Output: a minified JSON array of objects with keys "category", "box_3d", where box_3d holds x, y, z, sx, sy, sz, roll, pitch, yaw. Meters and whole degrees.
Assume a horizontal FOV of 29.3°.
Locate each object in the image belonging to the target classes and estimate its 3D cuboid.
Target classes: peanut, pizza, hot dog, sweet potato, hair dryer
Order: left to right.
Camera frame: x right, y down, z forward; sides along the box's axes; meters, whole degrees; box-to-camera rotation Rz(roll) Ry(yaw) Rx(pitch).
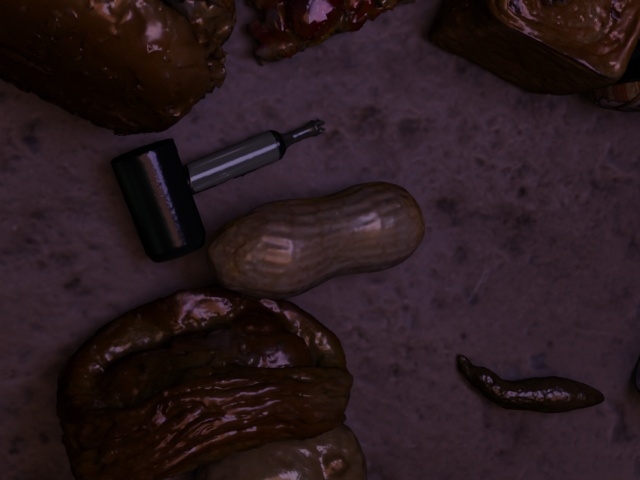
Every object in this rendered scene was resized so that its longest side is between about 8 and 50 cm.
[{"category":"hot dog","box_3d":[-0.098,0.119,1.044,0.259,0.175,0.114,-18,125,-14]},{"category":"hair dryer","box_3d":[-0.079,-0.062,1.084,0.197,0.057,0.101,-25,104,-16]},{"category":"peanut","box_3d":[-0.032,0.222,1.096,0.159,0.109,0.141,-39,107,-5]},{"category":"peanut","box_3d":[0.000,0.000,1.079,0.206,0.087,0.087,-13,100,-25]},{"category":"pizza","box_3d":[0.011,-0.233,1.081,0.201,0.053,0.193,26,90,-17]},{"category":"sweet potato","box_3d":[0.202,0.146,1.189,0.153,0.038,0.041,13,71,-8]}]

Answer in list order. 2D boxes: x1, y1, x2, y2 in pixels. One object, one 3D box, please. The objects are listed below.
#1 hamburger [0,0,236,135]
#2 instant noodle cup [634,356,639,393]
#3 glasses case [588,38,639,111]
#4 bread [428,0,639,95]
[{"category":"hamburger","box_3d":[-0.162,-0.208,0.957,0.260,0.245,0.211,39,74,-54]},{"category":"instant noodle cup","box_3d":[0.390,0.142,1.202,0.135,0.127,0.127,28,89,-8]},{"category":"glasses case","box_3d":[0.406,-0.178,1.157,0.320,0.122,0.082,-14,100,-13]},{"category":"bread","box_3d":[0.204,-0.216,1.090,0.158,0.143,0.149,32,82,-16]}]
